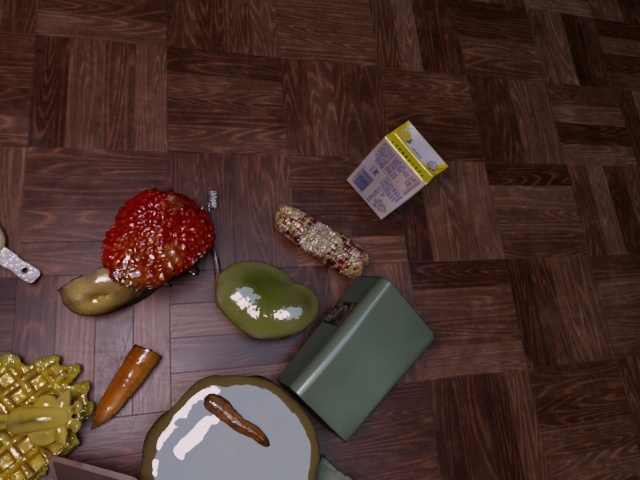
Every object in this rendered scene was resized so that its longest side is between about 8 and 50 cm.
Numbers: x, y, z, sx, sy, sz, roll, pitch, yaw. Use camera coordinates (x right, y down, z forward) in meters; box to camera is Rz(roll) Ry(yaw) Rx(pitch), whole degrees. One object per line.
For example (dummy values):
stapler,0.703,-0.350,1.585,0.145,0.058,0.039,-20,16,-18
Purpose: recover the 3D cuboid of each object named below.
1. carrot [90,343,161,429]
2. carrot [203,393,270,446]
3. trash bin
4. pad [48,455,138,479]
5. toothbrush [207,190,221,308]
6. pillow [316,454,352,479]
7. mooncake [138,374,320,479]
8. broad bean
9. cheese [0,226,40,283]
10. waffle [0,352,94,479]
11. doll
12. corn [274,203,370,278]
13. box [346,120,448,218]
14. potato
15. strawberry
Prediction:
carrot,-0.446,0.330,1.038,0.072,0.072,0.205,35,70,-4
carrot,-0.167,0.362,0.927,0.165,0.035,0.035,38,67,1
trash bin,0.087,0.282,1.137,0.343,0.158,0.223,-46,106,-22
pad,-0.424,0.511,0.900,0.002,0.266,0.176,-33,119,-61
toothbrush,-0.275,0.019,1.205,0.031,0.023,0.320,-4,75,-8
pillow,0.021,0.660,0.977,0.312,0.310,0.119,-51,131,-25
mooncake,-0.194,0.481,1.003,0.379,0.201,0.378,4,69,-11
broad bean,-0.137,0.154,1.163,0.263,0.121,0.189,25,63,4
cheese,-0.752,0.016,1.052,0.252,0.054,0.127,36,67,-4
waffle,-0.643,0.390,0.968,0.312,0.060,0.307,-4,76,-15
doll,-0.621,0.355,0.908,0.291,0.086,0.117,-2,78,-13
corn,0.000,0.000,1.251,0.290,0.098,0.098,33,68,-6
box,0.201,-0.184,1.274,0.097,0.265,0.168,-41,87,-26
potato,-0.464,0.104,1.065,0.243,0.138,0.098,-24,86,-19
strawberry,-0.354,-0.016,1.056,0.234,0.137,0.306,23,29,-17
